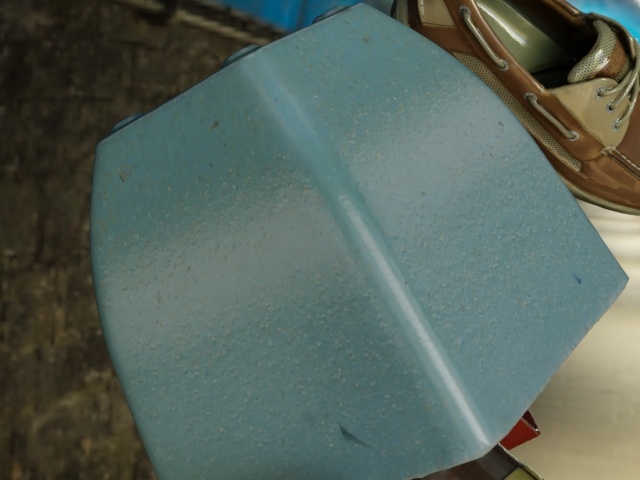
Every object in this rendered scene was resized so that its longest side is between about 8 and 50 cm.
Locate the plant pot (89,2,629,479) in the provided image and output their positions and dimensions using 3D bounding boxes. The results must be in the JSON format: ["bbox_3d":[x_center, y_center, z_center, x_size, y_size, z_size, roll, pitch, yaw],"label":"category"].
[{"bbox_3d":[0.000,0.000,0.847,0.247,0.252,0.248,-25,6,37],"label":"plant pot"}]

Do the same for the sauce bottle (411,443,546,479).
[{"bbox_3d":[0.145,0.232,1.089,0.344,0.111,0.111,41,20,22],"label":"sauce bottle"}]

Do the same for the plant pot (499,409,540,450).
[{"bbox_3d":[0.031,0.125,1.422,0.267,0.235,0.267,42,16,-40],"label":"plant pot"}]

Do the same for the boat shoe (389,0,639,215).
[{"bbox_3d":[0.212,-0.129,1.122,0.324,0.123,0.120,29,-24,-14],"label":"boat shoe"}]
